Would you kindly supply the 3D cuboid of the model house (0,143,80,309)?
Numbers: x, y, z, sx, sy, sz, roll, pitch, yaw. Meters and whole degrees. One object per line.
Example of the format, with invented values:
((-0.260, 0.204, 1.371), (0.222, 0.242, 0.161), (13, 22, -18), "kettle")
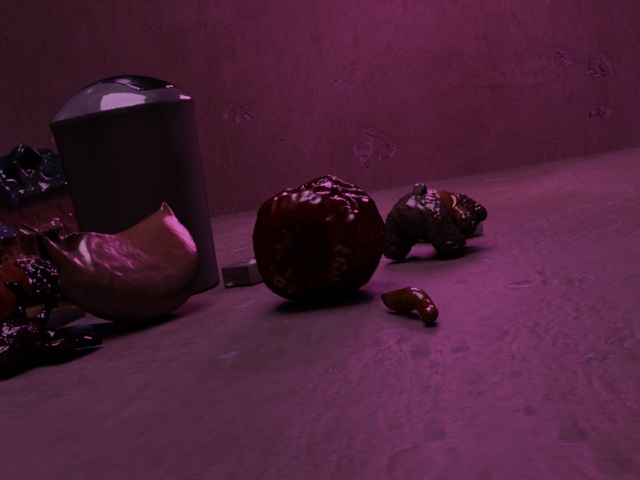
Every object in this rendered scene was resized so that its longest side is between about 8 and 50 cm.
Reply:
((-0.711, -0.041, 2.149), (0.395, 0.400, 0.445), (-8, 6, 42), "model house")

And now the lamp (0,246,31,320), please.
((-0.609, 0.101, 1.809), (0.187, 0.164, 0.188), (-30, 16, 10), "lamp")

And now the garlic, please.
((-0.342, 0.049, 1.686), (0.151, 0.196, 0.338), (-26, -7, 35), "garlic")

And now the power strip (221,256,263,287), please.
((-0.116, 0.052, 1.972), (0.075, 0.042, 0.175), (-7, 7, 37), "power strip")

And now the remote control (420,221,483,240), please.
((0.226, -0.022, 2.120), (0.103, 0.034, 0.250), (-14, 7, -32), "remote control")

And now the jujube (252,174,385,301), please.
((0.000, 0.000, 1.621), (0.212, 0.213, 0.232), (-8, 12, 13), "jujube")

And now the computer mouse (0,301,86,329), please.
((-0.488, 0.138, 1.694), (0.199, 0.045, 0.102), (-23, 13, -32), "computer mouse")

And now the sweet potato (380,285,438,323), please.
((0.123, 0.082, 1.367), (0.044, 0.044, 0.179), (-12, 7, -18), "sweet potato")

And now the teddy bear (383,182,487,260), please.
((0.220, -0.038, 1.890), (0.177, 0.140, 0.190), (-8, -2, 39), "teddy bear")

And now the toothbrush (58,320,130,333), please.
((-0.409, 0.149, 1.695), (0.219, 0.016, 0.019), (-7, 8, 27), "toothbrush")

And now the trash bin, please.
((-0.356, -0.104, 1.973), (0.280, 0.432, 0.280), (-11, 7, 1), "trash bin")

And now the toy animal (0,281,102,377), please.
((-0.446, 0.154, 1.509), (0.218, 0.116, 0.180), (17, 38, 2), "toy animal")
